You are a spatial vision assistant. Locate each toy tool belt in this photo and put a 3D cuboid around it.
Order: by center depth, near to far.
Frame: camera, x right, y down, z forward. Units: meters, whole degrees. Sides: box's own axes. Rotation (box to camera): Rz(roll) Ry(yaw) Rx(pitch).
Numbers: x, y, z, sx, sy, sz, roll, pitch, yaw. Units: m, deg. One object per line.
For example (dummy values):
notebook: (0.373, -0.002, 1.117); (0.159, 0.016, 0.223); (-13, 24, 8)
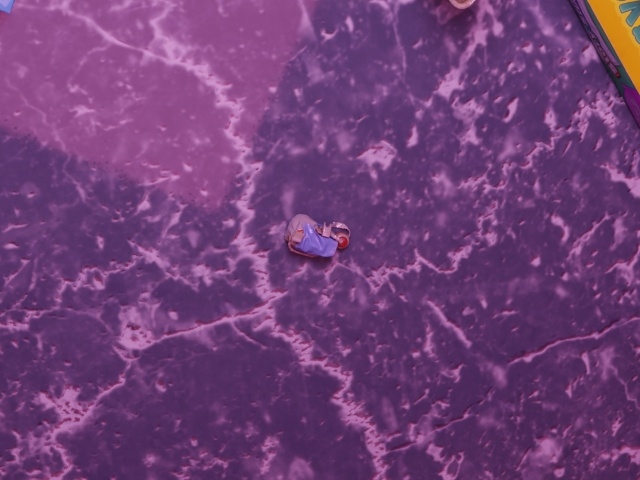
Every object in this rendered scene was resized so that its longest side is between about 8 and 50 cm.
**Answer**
toy tool belt: (0.000, 0.000, 1.743); (0.083, 0.051, 0.052); (13, 106, -17)

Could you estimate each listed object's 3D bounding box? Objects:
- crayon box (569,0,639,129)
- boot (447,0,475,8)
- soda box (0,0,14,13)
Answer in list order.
crayon box: (0.449, -0.347, 1.697); (0.313, 0.106, 0.363); (-35, 113, 1)
boot: (0.148, -0.374, 1.585); (0.077, 0.165, 0.213); (1, 110, -14)
soda box: (-0.334, -0.358, 1.533); (0.071, 0.067, 0.210); (18, 105, -18)
